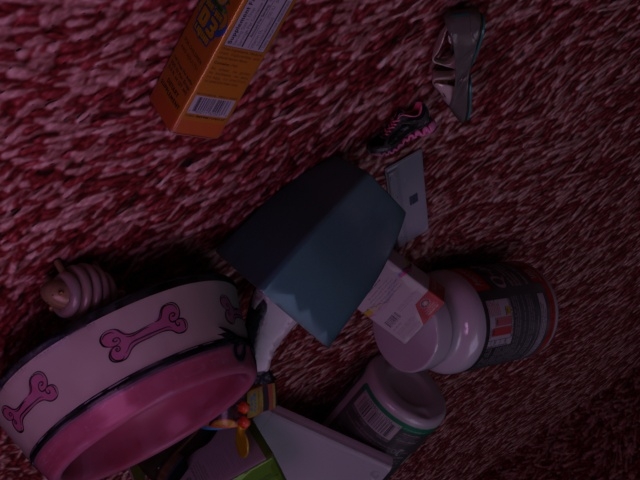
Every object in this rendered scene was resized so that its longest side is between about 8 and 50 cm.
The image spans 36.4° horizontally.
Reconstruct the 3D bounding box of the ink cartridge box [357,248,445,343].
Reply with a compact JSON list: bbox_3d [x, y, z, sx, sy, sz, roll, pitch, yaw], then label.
[{"bbox_3d":[0.112,0.079,1.752,0.115,0.198,0.067,-49,-171,22],"label":"ink cartridge box"}]

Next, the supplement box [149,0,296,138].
[{"bbox_3d":[-0.113,-0.232,1.141,0.080,0.078,0.233,4,131,-44],"label":"supplement box"}]

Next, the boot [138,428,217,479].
[{"bbox_3d":[-0.266,0.354,1.835,0.219,0.106,0.082,-51,157,-34],"label":"boot"}]

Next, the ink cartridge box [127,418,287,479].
[{"bbox_3d":[-0.219,0.447,1.866,0.255,0.189,0.097,-29,124,-11],"label":"ink cartridge box"}]

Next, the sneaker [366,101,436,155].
[{"bbox_3d":[0.119,-0.174,1.497,0.119,0.047,0.057,-30,128,-10],"label":"sneaker"}]

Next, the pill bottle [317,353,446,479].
[{"bbox_3d":[0.098,0.438,2.171,0.204,0.204,0.361,2,134,-46],"label":"pill bottle"}]

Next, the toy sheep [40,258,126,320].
[{"bbox_3d":[-0.326,0.071,1.345,0.132,0.091,0.091,-2,136,-44],"label":"toy sheep"}]

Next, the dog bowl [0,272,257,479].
[{"bbox_3d":[-0.274,0.221,1.458,0.408,0.150,0.408,-28,163,-10],"label":"dog bowl"}]

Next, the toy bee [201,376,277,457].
[{"bbox_3d":[-0.160,0.305,1.736,0.298,0.162,0.195,-36,119,-43],"label":"toy bee"}]

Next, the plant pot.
[{"bbox_3d":[0.000,0.000,1.464,0.234,0.165,0.166,-50,125,-4],"label":"plant pot"}]

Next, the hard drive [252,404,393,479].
[{"bbox_3d":[-0.031,0.465,2.053,0.308,0.040,0.203,26,123,-10],"label":"hard drive"}]

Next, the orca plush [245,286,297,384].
[{"bbox_3d":[-0.059,0.099,1.625,0.151,0.102,0.287,8,101,-18],"label":"orca plush"}]

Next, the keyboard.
[{"bbox_3d":[0.154,-0.069,1.704,0.072,0.014,0.256,-34,151,-11],"label":"keyboard"}]

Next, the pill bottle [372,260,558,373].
[{"bbox_3d":[0.294,0.156,1.961,0.363,0.210,0.210,-5,138,-42],"label":"pill bottle"}]

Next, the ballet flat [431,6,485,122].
[{"bbox_3d":[0.196,-0.258,1.440,0.068,0.072,0.213,-2,144,-1],"label":"ballet flat"}]
